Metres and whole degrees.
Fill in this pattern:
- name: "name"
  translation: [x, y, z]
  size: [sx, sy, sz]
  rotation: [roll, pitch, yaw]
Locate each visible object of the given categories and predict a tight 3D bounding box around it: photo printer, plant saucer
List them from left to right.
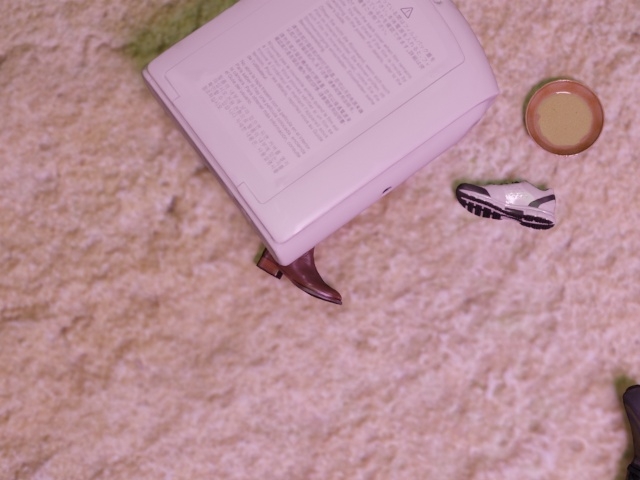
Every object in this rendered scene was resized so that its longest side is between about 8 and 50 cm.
- name: "photo printer"
  translation: [0.010, -0.161, 1.038]
  size: [0.308, 0.107, 0.256]
  rotation: [-37, 81, -7]
- name: "plant saucer"
  translation: [0.261, -0.130, 1.073]
  size: [0.084, 0.015, 0.083]
  rotation: [0, 85, 4]

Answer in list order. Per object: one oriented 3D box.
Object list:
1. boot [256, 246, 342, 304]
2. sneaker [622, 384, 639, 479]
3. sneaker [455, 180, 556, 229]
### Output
- name: "boot"
  translation: [0.000, 0.000, 1.074]
  size: [0.106, 0.037, 0.114]
  rotation: [28, 83, 8]
- name: "sneaker"
  translation: [0.322, 0.293, 0.988]
  size: [0.121, 0.111, 0.299]
  rotation: [-7, 82, 8]
- name: "sneaker"
  translation: [0.198, -0.045, 1.064]
  size: [0.109, 0.040, 0.043]
  rotation: [15, 70, 2]
